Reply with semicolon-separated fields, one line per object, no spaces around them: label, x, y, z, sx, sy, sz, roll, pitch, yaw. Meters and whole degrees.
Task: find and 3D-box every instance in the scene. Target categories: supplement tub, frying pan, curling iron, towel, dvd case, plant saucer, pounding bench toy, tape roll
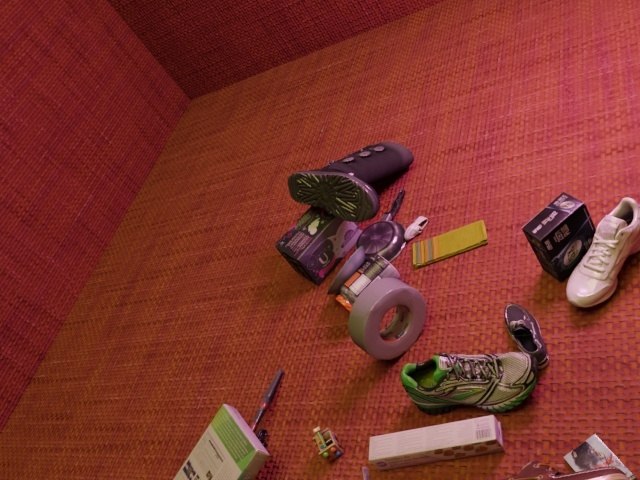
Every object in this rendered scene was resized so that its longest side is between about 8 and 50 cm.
supplement tub;0.143;0.143;1.953;0.190;0.117;0.117;-45;37;-7
frying pan;0.233;-0.043;2.136;0.326;0.053;0.197;-51;38;-11
curling iron;-0.160;0.496;1.897;0.035;0.068;0.274;-16;37;30
towel;0.392;0.008;1.962;0.237;0.021;0.102;-21;41;22
dvd case;0.574;0.469;1.322;0.087;0.013;0.119;-37;38;3
plant saucer;0.093;0.103;2.031;0.037;0.195;0.195;35;74;11
pounding bench toy;0.013;0.533;1.679;0.052;0.083;0.065;-36;36;4
tape roll;0.185;0.215;1.755;0.219;0.219;0.072;-47;37;-10

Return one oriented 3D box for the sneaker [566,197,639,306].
sneaker;0.693;0.025;1.576;0.305;0.152;0.114;-51;40;-13

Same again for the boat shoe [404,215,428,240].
boat shoe;0.312;-0.038;2.070;0.100;0.035;0.035;-45;33;-19

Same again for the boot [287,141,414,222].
boot;0.170;-0.213;2.172;0.367;0.146;0.445;23;31;38

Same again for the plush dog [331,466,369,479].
plush dog;0.014;0.647;1.479;0.225;0.262;0.210;-14;9;17

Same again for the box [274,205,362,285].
box;0.000;0.000;2.188;0.247;0.163;0.142;-47;42;-11

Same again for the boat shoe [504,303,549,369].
boat shoe;0.508;0.223;1.596;0.075;0.065;0.206;-28;38;13

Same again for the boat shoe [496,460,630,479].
boat shoe;0.450;0.504;1.308;0.342;0.123;0.123;-29;34;27

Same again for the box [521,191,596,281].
box;0.622;-0.007;1.645;0.147;0.180;0.077;-40;36;-1

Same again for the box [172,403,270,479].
box;-0.294;0.653;1.780;0.322;0.058;0.232;-57;38;1

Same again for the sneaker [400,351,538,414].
sneaker;0.351;0.334;1.537;0.344;0.146;0.134;-20;42;29

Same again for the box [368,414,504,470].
box;0.272;0.484;1.525;0.324;0.063;0.067;-20;39;25
